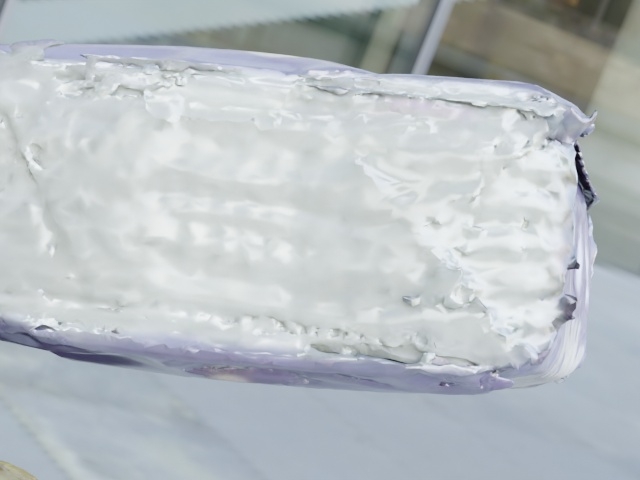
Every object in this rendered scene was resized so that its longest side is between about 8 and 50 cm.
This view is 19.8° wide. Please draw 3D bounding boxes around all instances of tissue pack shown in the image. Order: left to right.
[{"bbox_3d":[0.000,0.000,0.812,0.242,0.125,0.344,5,-3,10],"label":"tissue pack"}]

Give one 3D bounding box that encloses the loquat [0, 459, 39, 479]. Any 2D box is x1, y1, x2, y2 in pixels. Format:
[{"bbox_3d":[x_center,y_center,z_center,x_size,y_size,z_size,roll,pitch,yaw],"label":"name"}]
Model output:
[{"bbox_3d":[-0.217,0.203,1.051,0.149,0.204,0.172,-15,1,14],"label":"loquat"}]
